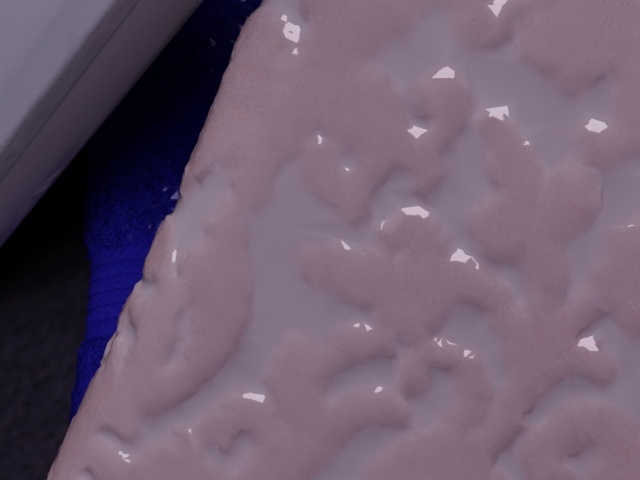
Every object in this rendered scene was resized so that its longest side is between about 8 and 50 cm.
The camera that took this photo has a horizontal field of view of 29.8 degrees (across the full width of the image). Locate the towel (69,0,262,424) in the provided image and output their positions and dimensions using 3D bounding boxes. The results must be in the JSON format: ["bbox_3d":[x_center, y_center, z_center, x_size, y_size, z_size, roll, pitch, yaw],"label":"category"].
[{"bbox_3d":[0.000,0.000,0.540,0.227,0.076,0.308,-2,70,4],"label":"towel"}]

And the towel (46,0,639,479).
[{"bbox_3d":[0.082,0.071,0.416,0.317,0.053,0.332,26,105,1],"label":"towel"}]

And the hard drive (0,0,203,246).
[{"bbox_3d":[-0.136,-0.143,0.491,0.047,0.353,0.233,-2,62,-41],"label":"hard drive"}]
